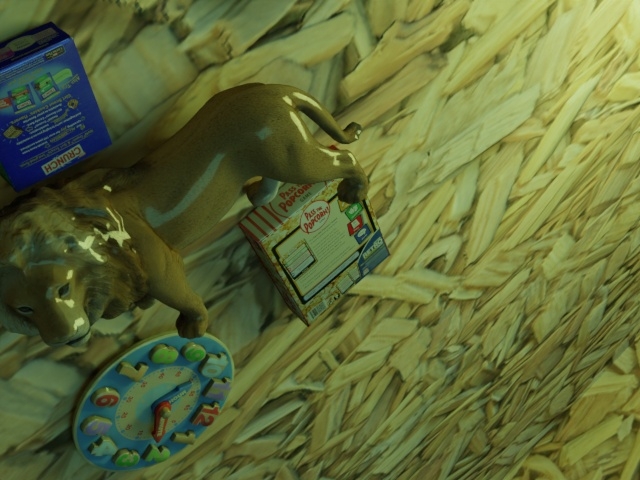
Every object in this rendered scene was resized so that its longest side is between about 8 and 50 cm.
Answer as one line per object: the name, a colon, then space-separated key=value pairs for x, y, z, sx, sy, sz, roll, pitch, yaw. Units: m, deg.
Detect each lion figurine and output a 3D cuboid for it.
lion figurine: x=-0.119 y=-0.045 z=0.740 sx=0.392 sy=0.142 sz=0.240 roll=-47 pitch=146 yaw=-14

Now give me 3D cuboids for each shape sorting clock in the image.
shape sorting clock: x=-0.190 y=0.192 z=0.942 sx=0.206 sy=0.040 sz=0.206 roll=-28 pitch=138 yaw=-28

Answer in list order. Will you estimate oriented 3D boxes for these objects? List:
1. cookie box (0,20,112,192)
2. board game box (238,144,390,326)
cookie box: x=-0.229 y=-0.105 z=0.640 sx=0.092 sy=0.040 sz=0.107 roll=-32 pitch=140 yaw=-22
board game box: x=0.000 y=0.000 z=0.967 sx=0.147 sy=0.045 sz=0.193 roll=-40 pitch=143 yaw=-12
